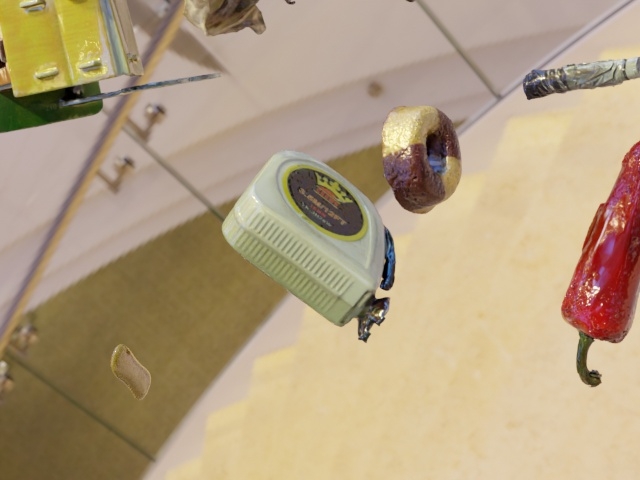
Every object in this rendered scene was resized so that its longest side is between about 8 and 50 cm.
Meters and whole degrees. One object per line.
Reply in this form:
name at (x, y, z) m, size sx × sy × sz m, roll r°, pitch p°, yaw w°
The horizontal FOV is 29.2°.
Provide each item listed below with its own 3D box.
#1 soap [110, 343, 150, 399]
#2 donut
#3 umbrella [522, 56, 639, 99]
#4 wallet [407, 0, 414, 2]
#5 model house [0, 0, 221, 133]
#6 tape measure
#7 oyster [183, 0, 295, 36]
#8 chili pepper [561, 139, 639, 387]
soap at (-0.193, 0.135, 1.252) m, size 0.012 × 0.089 × 0.034 m, roll 6°, pitch 62°, yaw 20°
donut at (0.174, -0.139, 2.049) m, size 0.073 × 0.166 × 0.184 m, roll -13°, pitch 68°, yaw 42°
umbrella at (0.392, -0.244, 1.826) m, size 0.188 × 0.050 × 0.046 m, roll -7°, pitch 86°, yaw 37°
wallet at (0.143, -0.555, 1.894) m, size 0.041 × 0.247 × 0.323 m, roll 11°, pitch 66°, yaw 51°
model house at (-0.326, -0.339, 1.812) m, size 0.340 × 0.300 × 0.324 m, roll -16°, pitch 9°, yaw -32°
tape measure at (0.000, 0.000, 1.598) m, size 0.115 × 0.235 × 0.207 m, roll -51°, pitch 5°, yaw 29°
oyster at (-0.021, -0.333, 1.113) m, size 0.100 × 0.275 × 0.271 m, roll 27°, pitch 30°, yaw 25°
chili pepper at (0.424, 0.029, 1.766) m, size 0.110 × 0.110 × 0.387 m, roll 32°, pitch 108°, yaw 58°
